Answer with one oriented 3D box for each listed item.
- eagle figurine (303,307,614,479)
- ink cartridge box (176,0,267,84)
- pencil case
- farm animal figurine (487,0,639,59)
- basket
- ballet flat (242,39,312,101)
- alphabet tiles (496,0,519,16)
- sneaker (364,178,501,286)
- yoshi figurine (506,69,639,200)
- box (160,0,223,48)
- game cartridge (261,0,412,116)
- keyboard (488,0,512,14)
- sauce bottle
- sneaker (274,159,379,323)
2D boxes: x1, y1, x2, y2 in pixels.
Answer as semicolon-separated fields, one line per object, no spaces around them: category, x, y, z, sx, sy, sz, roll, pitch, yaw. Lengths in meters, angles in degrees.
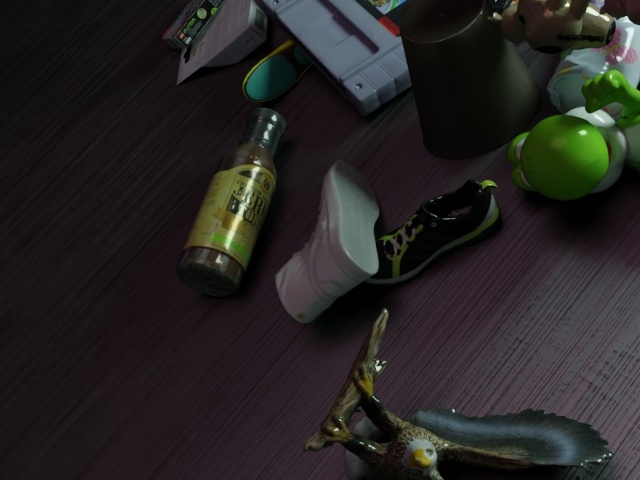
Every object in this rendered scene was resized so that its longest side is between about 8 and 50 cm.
eagle figurine;0.139;0.260;0.897;0.298;0.225;0.226;28;115;10
ink cartridge box;-0.210;-0.444;1.703;0.232;0.066;0.189;-33;41;34
pencil case;0.436;-0.307;1.177;0.124;0.113;0.273;19;67;16
farm animal figurine;0.318;-0.332;1.038;0.330;0.172;0.326;-15;51;-38
basket;0.214;-0.262;1.192;0.204;0.227;0.154;-31;47;6
ballet flat;-0.063;-0.350;1.531;0.231;0.077;0.077;-41;26;-8
alphabet tiles;0.348;-0.467;1.414;0.278;0.021;0.284;-3;55;27
sneaker;0.147;-0.021;1.134;0.235;0.097;0.084;-30;47;6
yoshi figurine;0.413;-0.126;1.005;0.362;0.203;0.203;-13;59;26
box;-0.267;-0.518;1.750;0.207;0.036;0.114;-55;30;-9
game cartridge;0.071;-0.402;1.440;0.230;0.068;0.355;-36;57;-3
keyboard;0.347;-0.467;1.386;0.108;0.023;0.180;17;66;44
sauce bottle;-0.139;-0.076;1.327;0.112;0.111;0.344;-1;57;29
sneaker;0.000;0.000;1.192;0.169;0.108;0.292;-42;20;26
